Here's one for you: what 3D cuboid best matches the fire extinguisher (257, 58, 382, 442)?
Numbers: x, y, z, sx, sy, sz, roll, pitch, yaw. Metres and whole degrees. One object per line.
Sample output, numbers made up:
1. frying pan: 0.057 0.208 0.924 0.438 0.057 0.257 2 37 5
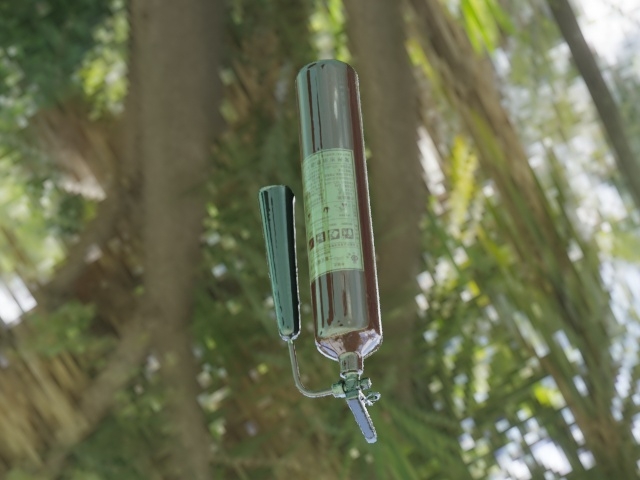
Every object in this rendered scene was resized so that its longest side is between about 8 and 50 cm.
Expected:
1. fire extinguisher: 0.000 0.000 0.832 0.035 0.049 0.173 125 -34 -54
